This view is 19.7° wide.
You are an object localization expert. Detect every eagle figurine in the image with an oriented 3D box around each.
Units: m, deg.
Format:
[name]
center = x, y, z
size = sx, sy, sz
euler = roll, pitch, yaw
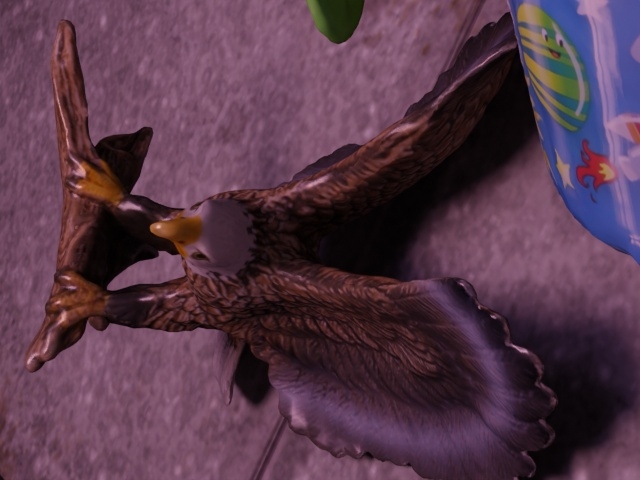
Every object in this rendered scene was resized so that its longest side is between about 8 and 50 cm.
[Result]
[eagle figurine]
center = -0.004, 0.003, 0.916
size = 0.298, 0.225, 0.226
euler = -3, 115, 21

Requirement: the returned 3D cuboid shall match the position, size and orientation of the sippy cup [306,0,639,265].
[sippy cup]
center = 0.160, -0.115, 0.664
size = 0.305, 0.240, 0.224
euler = 22, 129, 44
